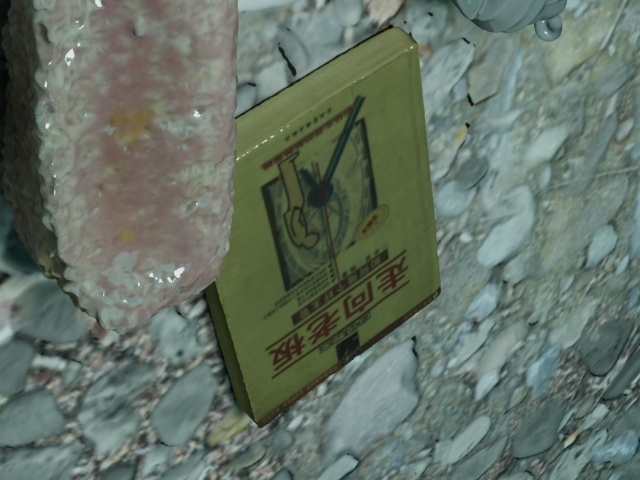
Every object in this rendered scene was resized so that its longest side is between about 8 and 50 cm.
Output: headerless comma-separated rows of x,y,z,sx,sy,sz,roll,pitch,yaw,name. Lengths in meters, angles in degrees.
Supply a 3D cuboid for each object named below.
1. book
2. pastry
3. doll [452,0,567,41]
0.000,0.000,0.830,0.161,0.026,0.231,-34,143,-18,book
-0.086,-0.081,0.600,0.103,0.112,0.265,-15,142,-29,pastry
0.085,-0.170,0.721,0.180,0.079,0.094,51,59,-41,doll
